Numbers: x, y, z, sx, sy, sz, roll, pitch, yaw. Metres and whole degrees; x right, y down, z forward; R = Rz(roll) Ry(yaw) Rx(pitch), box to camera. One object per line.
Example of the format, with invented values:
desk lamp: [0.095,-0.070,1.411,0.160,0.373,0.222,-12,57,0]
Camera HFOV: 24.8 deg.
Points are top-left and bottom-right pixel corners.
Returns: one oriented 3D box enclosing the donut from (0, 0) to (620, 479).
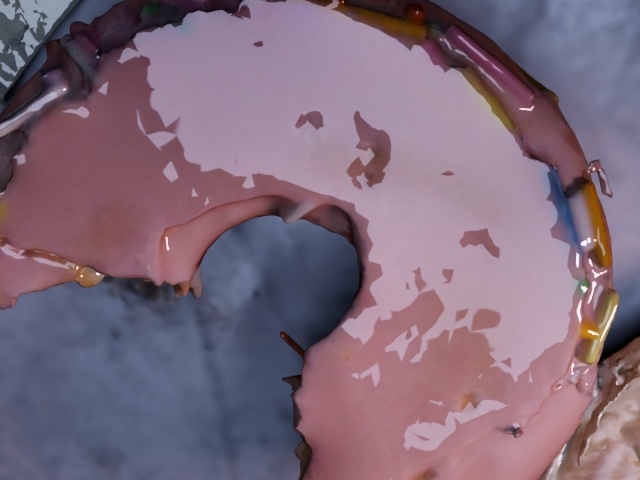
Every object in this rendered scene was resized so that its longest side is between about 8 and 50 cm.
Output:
donut: [0.000,0.000,0.528,0.199,0.085,0.233,-39,102,16]

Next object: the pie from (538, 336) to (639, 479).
pie: [0.184,0.103,0.567,0.218,0.052,0.185,-11,109,10]

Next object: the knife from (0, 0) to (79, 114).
knife: [-0.128,-0.073,0.548,0.047,0.017,0.298,40,108,-3]
